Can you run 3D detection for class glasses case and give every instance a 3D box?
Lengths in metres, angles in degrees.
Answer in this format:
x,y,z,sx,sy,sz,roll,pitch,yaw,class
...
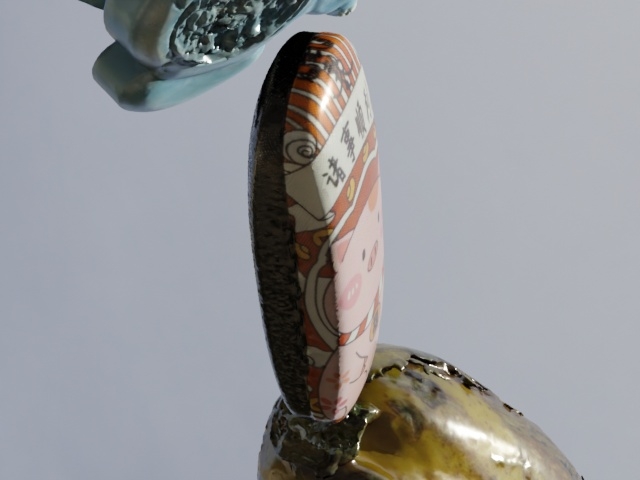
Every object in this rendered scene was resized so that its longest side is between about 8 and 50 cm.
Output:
x,y,z,sx,sy,sz,roll,pitch,yaw,class
0.000,0.000,0.826,0.067,0.103,0.266,7,-44,12,glasses case

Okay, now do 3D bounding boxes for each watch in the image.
x,y,z,sx,sy,sz,roll,pitch,yaw,class
-0.082,-0.201,0.782,0.211,0.211,0.193,-37,-106,19,watch

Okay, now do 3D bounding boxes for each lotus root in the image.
x,y,z,sx,sy,sz,roll,pitch,yaw,class
0.104,0.217,1.138,0.179,0.397,0.196,20,-106,47,lotus root
